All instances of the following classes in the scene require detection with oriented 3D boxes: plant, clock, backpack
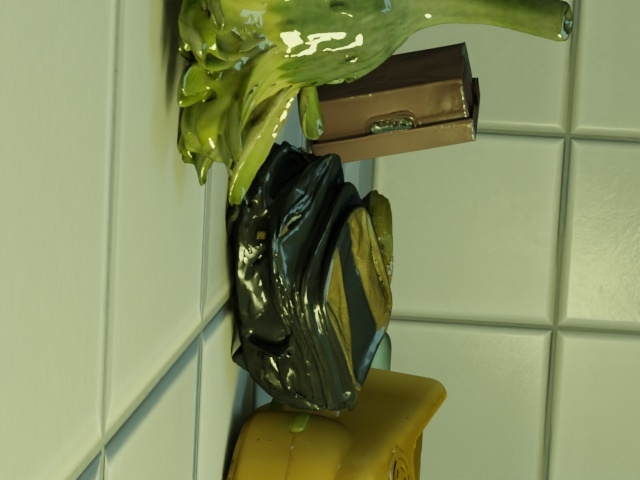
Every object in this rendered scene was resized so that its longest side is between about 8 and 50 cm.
[{"bbox_3d":[-0.006,-0.196,1.327,0.261,0.297,0.306,63,23,-1],"label":"plant"},{"bbox_3d":[0.000,0.266,1.837,0.317,0.200,0.244,-46,137,-71],"label":"clock"},{"bbox_3d":[-0.021,0.023,1.723,0.258,0.133,0.206,80,21,-46],"label":"backpack"}]

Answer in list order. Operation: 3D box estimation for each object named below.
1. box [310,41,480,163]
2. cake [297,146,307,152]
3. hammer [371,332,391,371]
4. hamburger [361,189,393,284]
[{"bbox_3d":[0.094,-0.179,2.441,0.215,0.215,0.086,-71,151,-70],"label":"box"},{"bbox_3d":[-0.016,0.011,2.253,0.220,0.117,0.086,58,13,-16],"label":"cake"},{"bbox_3d":[0.025,0.237,2.607,0.335,0.119,0.206,99,-2,-68],"label":"hammer"},{"bbox_3d":[0.008,0.024,2.060,0.185,0.131,0.159,98,-9,-48],"label":"hamburger"}]
